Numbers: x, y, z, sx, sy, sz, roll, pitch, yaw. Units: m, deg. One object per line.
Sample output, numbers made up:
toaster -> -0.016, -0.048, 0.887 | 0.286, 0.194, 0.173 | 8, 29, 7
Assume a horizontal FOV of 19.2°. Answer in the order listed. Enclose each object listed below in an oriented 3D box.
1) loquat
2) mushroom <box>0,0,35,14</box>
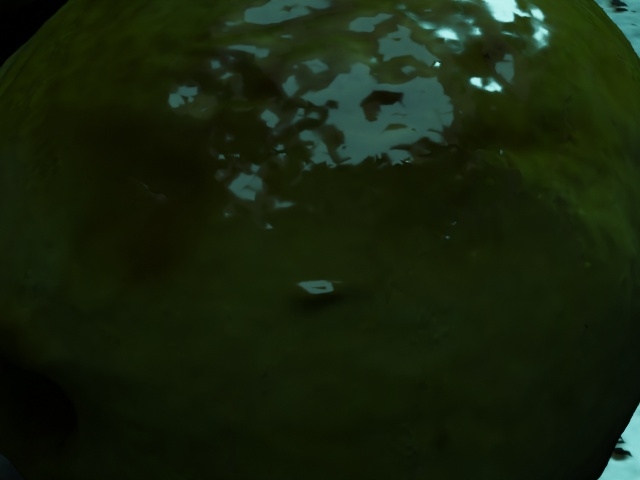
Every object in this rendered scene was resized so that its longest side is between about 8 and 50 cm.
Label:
loquat -> 0.000, 0.000, 0.581 | 0.238, 0.193, 0.238 | -1, 25, 1
mushroom -> -0.128, -0.211, 0.924 | 0.283, 0.195, 0.263 | -2, 25, -9
